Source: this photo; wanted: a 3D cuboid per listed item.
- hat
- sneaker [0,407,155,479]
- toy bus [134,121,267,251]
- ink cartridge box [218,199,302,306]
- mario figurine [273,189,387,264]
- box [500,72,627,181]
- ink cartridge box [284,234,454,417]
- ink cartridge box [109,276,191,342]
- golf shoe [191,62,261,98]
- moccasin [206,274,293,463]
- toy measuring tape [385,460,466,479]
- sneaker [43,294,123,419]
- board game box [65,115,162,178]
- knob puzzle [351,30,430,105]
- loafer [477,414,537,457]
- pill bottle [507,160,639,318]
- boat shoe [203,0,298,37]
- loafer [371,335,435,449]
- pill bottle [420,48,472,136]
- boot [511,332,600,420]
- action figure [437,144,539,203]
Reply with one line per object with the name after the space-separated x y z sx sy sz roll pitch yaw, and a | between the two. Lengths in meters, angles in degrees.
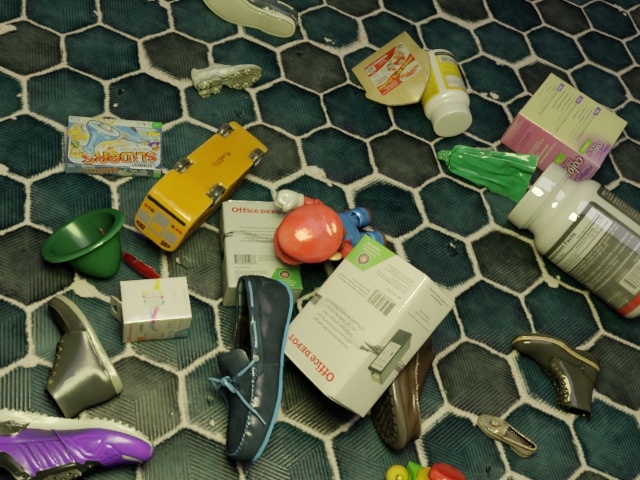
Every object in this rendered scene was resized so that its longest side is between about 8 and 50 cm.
-0.422 0.057 1.492 0.173 0.184 0.208 -40 35 -27 | hat
-0.427 0.370 1.245 0.293 0.102 0.146 8 60 -6 | sneaker
-0.238 -0.121 1.564 0.108 0.130 0.333 38 39 -1 | toy bus
-0.128 0.027 1.558 0.153 0.087 0.209 3 57 -16 | ink cartridge box
0.000 0.000 1.540 0.198 0.170 0.320 25 12 27 | mario figurine
0.635 -0.283 1.970 0.243 0.117 0.213 36 55 9 | box
0.079 0.154 1.402 0.273 0.115 0.198 -50 41 -2 | ink cartridge box
-0.324 0.133 1.428 0.143 0.092 0.090 -4 59 -18 | ink cartridge box
-0.230 -0.408 1.831 0.176 0.069 0.086 -18 58 -27 | golf shoe
-0.142 0.227 1.379 0.116 0.137 0.342 23 56 -30 | moccasin
0.269 0.486 1.342 0.330 0.121 0.121 22 54 8 | toy measuring tape
-0.458 0.204 1.347 0.118 0.083 0.222 -28 70 -29 | sneaker
-0.448 -0.203 1.647 0.201 0.035 0.136 1 57 -16 | board game box
0.200 -0.419 1.936 0.213 0.030 0.213 -7 69 19 | knob puzzle
0.373 0.383 1.501 0.125 0.039 0.045 34 55 7 | loafer
0.628 -0.008 1.730 0.363 0.210 0.210 39 56 11 | pill bottle
-0.178 -0.611 1.959 0.254 0.095 0.079 16 56 -8 | boat shoe
0.172 0.228 1.485 0.130 0.134 0.366 8 56 -11 | loafer
0.313 -0.377 1.935 0.119 0.119 0.209 0 58 -17 | pill bottle
0.494 0.284 1.586 0.197 0.077 0.137 19 59 -2 | boot
0.400 -0.183 1.850 0.232 0.137 0.063 16 31 4 | action figure
